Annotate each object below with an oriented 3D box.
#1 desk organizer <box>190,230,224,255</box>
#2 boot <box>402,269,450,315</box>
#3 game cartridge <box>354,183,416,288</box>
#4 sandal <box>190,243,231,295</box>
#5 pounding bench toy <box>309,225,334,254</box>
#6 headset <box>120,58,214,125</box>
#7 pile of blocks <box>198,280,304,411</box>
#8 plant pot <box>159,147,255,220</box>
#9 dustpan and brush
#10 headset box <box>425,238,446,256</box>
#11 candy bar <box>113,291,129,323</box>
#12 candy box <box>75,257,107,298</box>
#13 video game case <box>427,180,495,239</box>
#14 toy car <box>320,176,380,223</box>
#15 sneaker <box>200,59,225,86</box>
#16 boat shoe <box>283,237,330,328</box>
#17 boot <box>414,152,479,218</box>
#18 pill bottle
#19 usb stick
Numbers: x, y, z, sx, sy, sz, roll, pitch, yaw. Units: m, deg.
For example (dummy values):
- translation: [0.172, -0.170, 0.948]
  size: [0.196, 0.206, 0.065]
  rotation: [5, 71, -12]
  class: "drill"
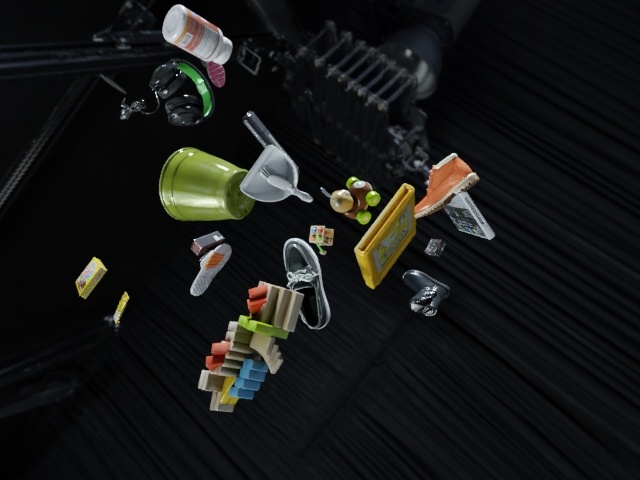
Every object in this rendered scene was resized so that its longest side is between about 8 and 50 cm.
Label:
- translation: [-0.450, 0.011, 1.811]
  size: [0.130, 0.047, 0.050]
  rotation: [-28, -22, -54]
  class: "desk organizer"
- translation: [0.459, 0.241, 2.111]
  size: [0.207, 0.246, 0.094]
  rotation: [-30, -44, -47]
  class: "boot"
- translation: [0.235, 0.001, 1.552]
  size: [0.285, 0.052, 0.324]
  rotation: [-52, -27, -13]
  class: "game cartridge"
- translation: [-0.499, 0.115, 1.993]
  size: [0.265, 0.076, 0.102]
  rotation: [-55, -34, -9]
  class: "sandal"
- translation: [0.000, 0.000, 1.430]
  size: [0.065, 0.052, 0.084]
  rotation: [17, -102, -56]
  class: "pounding bench toy"
- translation: [-0.559, -0.529, 1.691]
  size: [0.185, 0.244, 0.394]
  rotation: [-18, 18, 29]
  class: "headset"
- translation: [-0.173, 0.245, 0.994]
  size: [0.112, 0.149, 0.363]
  rotation: [21, -75, -33]
  class: "pile of blocks"
- translation: [-0.514, -0.246, 2.200]
  size: [0.366, 0.352, 0.367]
  rotation: [-34, -50, -53]
  class: "plant pot"
- translation: [-0.097, -0.151, 1.230]
  size: [0.147, 0.060, 0.211]
  rotation: [-53, -35, 12]
  class: "dustpan and brush"
- translation: [0.468, 0.029, 1.855]
  size: [0.062, 0.032, 0.083]
  rotation: [-60, 18, -7]
  class: "headset box"
- translation: [-0.814, 0.278, 1.851]
  size: [0.018, 0.040, 0.162]
  rotation: [-3, -45, -48]
  class: "candy bar"
- translation: [-0.742, 0.117, 1.463]
  size: [0.105, 0.027, 0.205]
  rotation: [-56, 30, -14]
  class: "candy box"
- translation: [0.368, -0.088, 1.204]
  size: [0.022, 0.173, 0.190]
  rotation: [-37, 11, -1]
  class: "video game case"
- translation: [0.092, -0.159, 1.664]
  size: [0.188, 0.155, 0.149]
  rotation: [9, -65, -40]
  class: "toy car"
- translation: [-0.418, -0.675, 1.751]
  size: [0.063, 0.171, 0.075]
  rotation: [-28, 16, -8]
  class: "sneaker"
- translation: [-0.056, 0.135, 1.450]
  size: [0.113, 0.307, 0.105]
  rotation: [-16, -11, 13]
  class: "boat shoe"
- translation: [0.250, -0.114, 0.969]
  size: [0.158, 0.085, 0.059]
  rotation: [-42, -15, 31]
  class: "boot"
- translation: [-0.410, -0.687, 1.537]
  size: [0.216, 0.121, 0.121]
  rotation: [12, -62, -52]
  class: "pill bottle"
- translation: [-0.172, -0.334, 1.599]
  size: [0.045, 0.278, 0.077]
  rotation: [-34, 22, 16]
  class: "usb stick"
